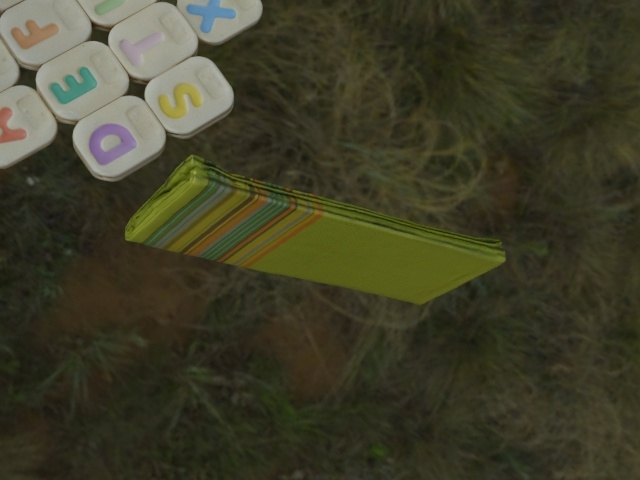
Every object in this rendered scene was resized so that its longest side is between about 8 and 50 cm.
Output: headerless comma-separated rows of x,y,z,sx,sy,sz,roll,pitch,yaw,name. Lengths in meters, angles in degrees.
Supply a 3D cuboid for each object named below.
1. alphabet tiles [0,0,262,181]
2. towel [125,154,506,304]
-0.202,-0.195,0.868,0.278,0.021,0.284,-33,84,-17,alphabet tiles
0.000,0.000,0.668,0.237,0.102,0.021,14,63,-30,towel
